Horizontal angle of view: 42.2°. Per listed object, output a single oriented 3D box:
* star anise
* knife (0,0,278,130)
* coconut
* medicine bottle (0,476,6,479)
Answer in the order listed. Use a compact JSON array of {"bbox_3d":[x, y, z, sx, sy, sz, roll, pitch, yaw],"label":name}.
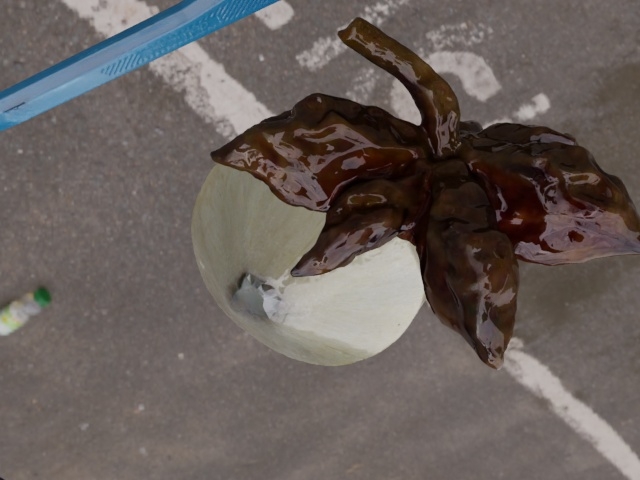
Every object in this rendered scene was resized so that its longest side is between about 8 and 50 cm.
[{"bbox_3d":[0.069,-0.028,0.436,0.213,0.196,0.111,2,127,-42],"label":"star anise"},{"bbox_3d":[-0.112,-0.145,0.574,0.297,0.026,0.044,-24,162,3],"label":"knife"},{"bbox_3d":[0.000,0.000,0.681,0.202,0.202,0.222,-51,173,38],"label":"coconut"},{"bbox_3d":[-0.171,0.175,0.318,0.059,0.231,0.059,-1,107,-4],"label":"medicine bottle"}]
